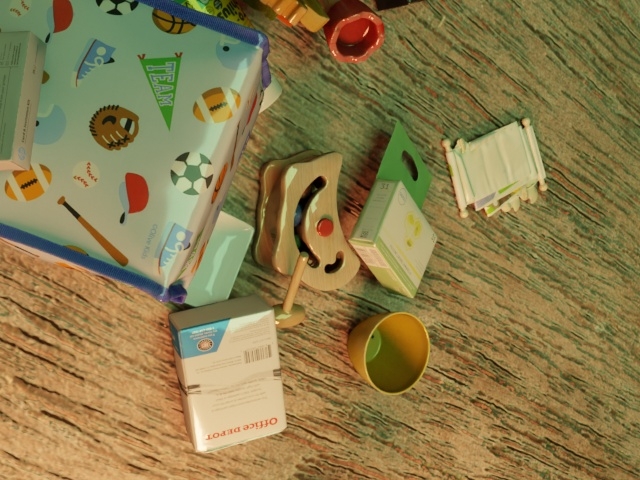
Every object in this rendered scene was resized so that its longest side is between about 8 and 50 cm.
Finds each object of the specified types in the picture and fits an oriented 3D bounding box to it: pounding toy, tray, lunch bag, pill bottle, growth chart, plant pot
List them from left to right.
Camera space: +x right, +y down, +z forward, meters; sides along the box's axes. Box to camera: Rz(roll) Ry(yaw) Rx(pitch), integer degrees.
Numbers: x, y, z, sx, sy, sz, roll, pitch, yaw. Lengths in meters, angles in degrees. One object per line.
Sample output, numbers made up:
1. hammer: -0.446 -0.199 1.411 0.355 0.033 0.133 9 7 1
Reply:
1. lunch bag: -0.290 -0.137 1.015 0.386 0.239 0.327 19 82 -1
2. tray: -0.229 -0.004 1.202 0.270 0.030 0.145 26 79 -33
3. pill bottle: -0.145 -0.270 1.180 0.117 0.118 0.208 -46 116 -22
4. pounding toy: 0.000 0.000 1.281 0.154 0.155 0.269 3 97 -33
5. plant pot: 0.097 0.175 1.399 0.134 0.095 0.134 -4 98 -34
6. growth chart: 0.326 -0.129 1.568 0.237 0.021 0.171 -20 106 -31

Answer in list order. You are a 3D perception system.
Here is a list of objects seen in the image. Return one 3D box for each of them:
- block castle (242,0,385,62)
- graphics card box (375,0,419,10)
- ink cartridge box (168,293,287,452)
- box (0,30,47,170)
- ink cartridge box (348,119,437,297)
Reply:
1. block castle: -0.017 -0.436 1.073 0.303 0.212 0.453 -43 138 21
2. graphics card box: 0.159 -0.577 1.368 0.233 0.094 0.370 -25 107 -29
3. ink cartridge box: -0.133 0.189 1.229 0.140 0.082 0.190 -11 109 -20
4. box: -0.390 -0.145 0.904 0.038 0.186 0.145 46 47 -70
5. ink cartridge box: 0.137 -0.050 1.376 0.171 0.056 0.235 51 56 -47
